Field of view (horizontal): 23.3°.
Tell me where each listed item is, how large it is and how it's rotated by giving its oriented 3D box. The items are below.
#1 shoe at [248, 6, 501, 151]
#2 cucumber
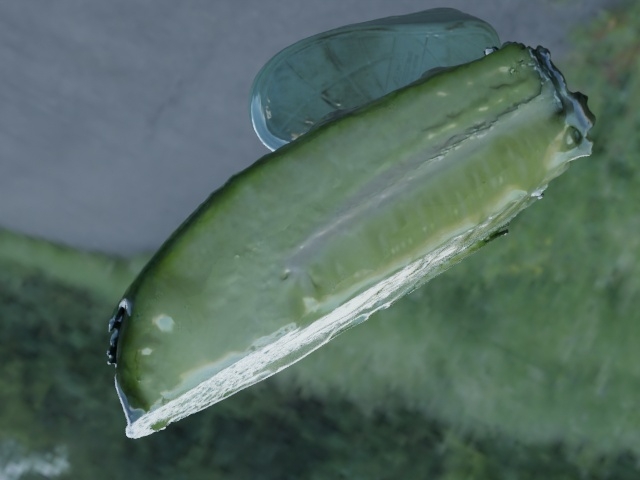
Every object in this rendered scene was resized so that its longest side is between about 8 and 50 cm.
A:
[{"bbox_3d":[0.037,-0.135,1.322,0.251,0.103,0.100,-17,-168,-28],"label":"shoe"},{"bbox_3d":[-0.002,-0.001,0.896,0.105,0.325,0.145,54,155,9],"label":"cucumber"}]
